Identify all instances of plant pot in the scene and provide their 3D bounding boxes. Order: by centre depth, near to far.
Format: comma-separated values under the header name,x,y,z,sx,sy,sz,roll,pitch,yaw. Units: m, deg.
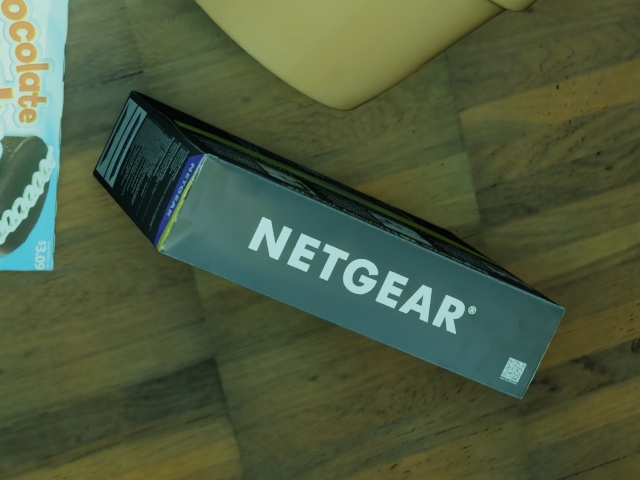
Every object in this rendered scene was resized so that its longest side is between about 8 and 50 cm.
name,x,y,z,sx,sy,sz,roll,pitch,yaw
plant pot,0.019,-0.233,1.409,0.291,0.291,0.203,36,108,-23

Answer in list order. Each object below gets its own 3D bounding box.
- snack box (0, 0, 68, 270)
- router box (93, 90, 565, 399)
name,x,y,z,sx,sy,sz,roll,pitch,yaw
snack box,-0.286,-0.138,1.436,0.187,0.060,0.322,0,104,-18
router box,0.000,0.000,1.468,0.309,0.243,0.081,23,96,-21
